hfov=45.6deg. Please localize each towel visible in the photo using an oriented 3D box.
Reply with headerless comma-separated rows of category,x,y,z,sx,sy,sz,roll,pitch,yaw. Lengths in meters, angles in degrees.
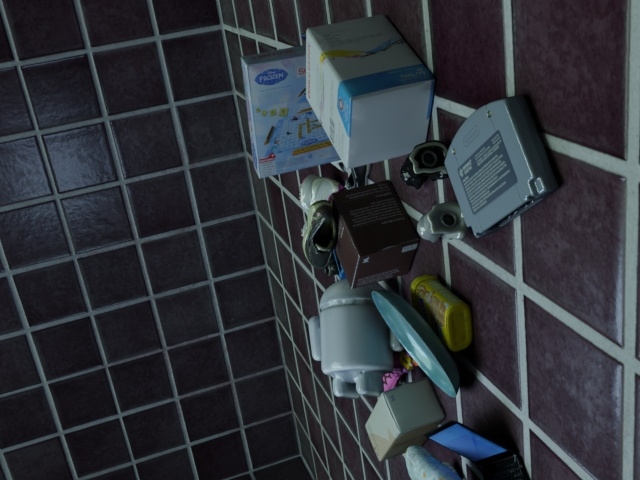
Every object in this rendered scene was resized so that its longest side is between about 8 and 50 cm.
towel,0.349,0.684,1.793,0.375,0.090,0.320,59,168,-10

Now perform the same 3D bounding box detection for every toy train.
toy train,0.253,0.285,2.056,0.166,0.046,0.125,-108,33,-42

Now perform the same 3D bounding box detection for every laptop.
laptop,0.356,0.544,1.716,0.234,0.136,0.265,110,152,-67

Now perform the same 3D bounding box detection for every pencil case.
pencil case,0.206,0.383,2.230,0.209,0.095,0.098,99,-177,-59

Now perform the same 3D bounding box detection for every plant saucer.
plant saucer,0.237,0.239,1.838,0.318,0.043,0.317,53,173,9

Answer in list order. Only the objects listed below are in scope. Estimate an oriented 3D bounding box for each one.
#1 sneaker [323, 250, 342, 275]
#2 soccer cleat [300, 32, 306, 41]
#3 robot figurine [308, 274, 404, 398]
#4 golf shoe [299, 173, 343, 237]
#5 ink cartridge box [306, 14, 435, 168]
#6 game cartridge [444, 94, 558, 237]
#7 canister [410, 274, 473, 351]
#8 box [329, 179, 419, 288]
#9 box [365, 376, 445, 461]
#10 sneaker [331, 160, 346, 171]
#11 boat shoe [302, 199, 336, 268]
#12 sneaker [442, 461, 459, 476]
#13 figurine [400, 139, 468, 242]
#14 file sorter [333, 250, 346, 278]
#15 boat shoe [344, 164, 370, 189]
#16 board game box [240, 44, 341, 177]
sneaker,0.032,0.032,2.556,0.130,0.087,0.228,-123,20,-46
soccer cleat,-0.019,-0.430,2.094,0.093,0.121,0.289,-158,71,-72
robot figurine,0.098,0.254,2.105,0.199,0.299,0.354,28,-123,-59
golf shoe,0.014,-0.057,2.410,0.115,0.140,0.306,-48,-42,-56
ink cartridge box,0.100,-0.337,1.697,0.198,0.197,0.270,91,159,-48
game cartridge,0.315,-0.135,1.378,0.297,0.062,0.198,127,132,-72
canister,0.281,0.167,1.766,0.170,0.073,0.126,-137,34,-61
box,0.128,-0.017,1.966,0.167,0.168,0.203,99,153,-56
box,0.232,0.508,2.147,0.311,0.147,0.121,99,152,-60
sneaker,0.067,-0.273,2.173,0.094,0.080,0.212,54,163,17
boat shoe,0.001,-0.001,1.961,0.073,0.080,0.224,-111,19,-45
sneaker,0.330,0.690,2.072,0.237,0.085,0.086,90,164,-48
figurine,0.239,-0.095,1.669,0.209,0.092,0.215,142,112,-83
file sorter,0.109,0.025,2.187,0.170,0.118,0.105,110,146,-66
boat shoe,0.094,-0.175,2.146,0.206,0.064,0.075,97,154,-56
board game box,-0.029,-0.340,1.946,0.066,0.318,0.318,-122,23,-50
